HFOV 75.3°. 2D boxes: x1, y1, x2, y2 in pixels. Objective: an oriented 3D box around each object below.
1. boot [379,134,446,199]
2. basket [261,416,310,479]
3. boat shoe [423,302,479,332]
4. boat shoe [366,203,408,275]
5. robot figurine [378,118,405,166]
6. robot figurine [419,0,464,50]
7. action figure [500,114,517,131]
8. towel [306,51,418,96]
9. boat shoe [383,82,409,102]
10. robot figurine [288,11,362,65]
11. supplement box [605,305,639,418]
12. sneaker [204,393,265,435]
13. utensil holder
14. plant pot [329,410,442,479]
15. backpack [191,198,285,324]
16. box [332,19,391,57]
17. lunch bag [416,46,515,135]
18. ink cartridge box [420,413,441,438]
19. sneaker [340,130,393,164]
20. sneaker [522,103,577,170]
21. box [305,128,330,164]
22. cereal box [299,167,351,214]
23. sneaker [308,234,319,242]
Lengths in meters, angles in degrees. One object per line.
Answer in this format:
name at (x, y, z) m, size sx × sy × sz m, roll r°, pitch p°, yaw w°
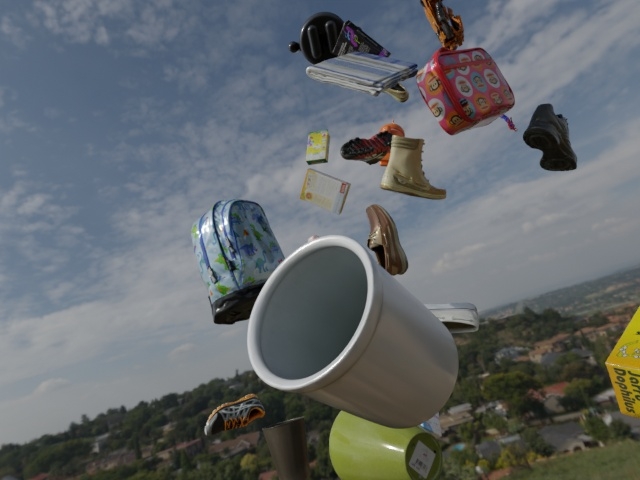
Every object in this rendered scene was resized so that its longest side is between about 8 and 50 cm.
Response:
boot at (0.350, -0.256, 1.469) m, size 0.262 × 0.203 × 0.095 m, roll 9°, pitch 7°, yaw -17°
basket at (-0.130, 0.887, 1.748) m, size 0.204 × 0.226 × 0.154 m, roll -26°, pitch -21°, yaw 25°
boat shoe at (0.479, 0.365, 1.746) m, size 0.367 × 0.156 × 0.135 m, roll -5°, pitch -44°, yaw 10°
boat shoe at (0.256, -0.003, 1.734) m, size 0.117 × 0.324 × 0.123 m, roll -14°, pitch -18°, yaw -22°
robot figurine at (0.325, -0.451, 1.938) m, size 0.158 × 0.219 × 0.128 m, roll 25°, pitch -22°, yaw -28°
robot figurine at (0.421, -0.796, 1.451) m, size 0.085 × 0.290 × 0.211 m, roll -26°, pitch -10°, yaw 19°
action figure at (0.813, -0.518, 1.793) m, size 0.038 × 0.115 × 0.030 m, roll -34°, pitch -2°, yaw -38°
towel at (0.117, -0.441, 1.082) m, size 0.285 × 0.209 × 0.034 m, roll -44°, pitch -31°, yaw -46°
boat shoe at (0.273, -0.625, 1.649) m, size 0.068 × 0.190 × 0.072 m, roll -53°, pitch -22°, yaw -2°
robot figurine at (0.016, -0.689, 1.428) m, size 0.173 × 0.209 × 0.278 m, roll -61°, pitch 8°, yaw 23°
supplement box at (1.028, 0.343, 1.212) m, size 0.357 × 0.194 × 0.195 m, roll -33°, pitch 15°, yaw -30°
sneaker at (-0.281, 0.587, 1.378) m, size 0.215 × 0.084 × 0.083 m, roll -17°, pitch 32°, yaw -39°
utensil holder at (0.086, 0.222, 0.936) m, size 0.328 × 0.327 × 0.385 m, roll -25°, pitch -45°, yaw 29°
plant pot at (0.217, 0.636, 1.256) m, size 0.275 × 0.274 × 0.293 m, roll -8°, pitch -11°, yaw -31°
backpack at (-0.252, 0.045, 1.297) m, size 0.273 × 0.355 × 0.290 m, roll -48°, pitch -27°, yaw 25°
box at (0.122, -0.567, 1.252) m, size 0.029 × 0.162 × 0.116 m, roll -53°, pitch 2°, yaw -25°
lunch bag at (0.424, -0.461, 1.232) m, size 0.293 × 0.258 × 0.120 m, roll -25°, pitch -5°, yaw -35°
ink cartridge box at (0.398, 0.693, 1.609) m, size 0.092 × 0.143 × 0.090 m, roll 31°, pitch -56°, yaw -15°
sneaker at (0.190, -0.369, 1.735) m, size 0.276 × 0.097 × 0.135 m, roll -22°, pitch -23°, yaw -30°
sneaker at (0.721, -0.308, 1.266) m, size 0.109 × 0.130 × 0.286 m, roll 9°, pitch -16°, yaw 45°
box at (-0.011, -0.456, 2.014) m, size 0.105 × 0.179 × 0.043 m, roll -3°, pitch -23°, yaw 20°
cereal box at (0.023, -0.258, 2.171) m, size 0.047 × 0.240 × 0.172 m, roll -39°, pitch -30°, yaw -62°
sneaker at (0.000, 0.000, 1.954) m, size 0.134 × 0.070 × 0.051 m, roll -15°, pitch -22°, yaw 19°
